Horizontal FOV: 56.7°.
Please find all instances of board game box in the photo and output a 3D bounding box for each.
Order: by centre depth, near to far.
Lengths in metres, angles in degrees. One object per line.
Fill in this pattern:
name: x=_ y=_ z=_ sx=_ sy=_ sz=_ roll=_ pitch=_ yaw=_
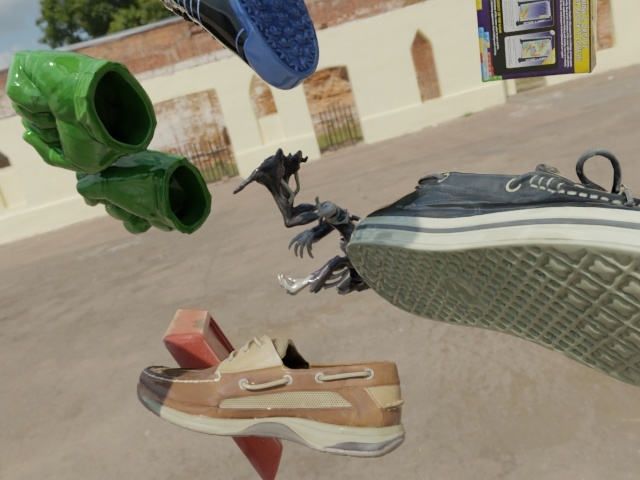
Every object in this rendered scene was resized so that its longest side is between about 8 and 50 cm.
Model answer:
board game box: x=0.273 y=-0.297 z=0.757 sx=0.141 sy=0.170 sz=0.048 roll=4 pitch=28 yaw=30

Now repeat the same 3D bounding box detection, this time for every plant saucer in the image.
plant saucer: x=-0.140 y=0.220 z=0.926 sx=0.048 sy=0.258 sz=0.259 roll=-34 pitch=7 yaw=-6

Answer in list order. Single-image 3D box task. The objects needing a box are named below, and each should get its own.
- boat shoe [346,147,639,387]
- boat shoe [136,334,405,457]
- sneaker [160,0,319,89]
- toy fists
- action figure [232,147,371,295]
boat shoe: x=0.223 y=0.010 z=0.543 sx=0.156 sy=0.186 sz=0.500 roll=-45 pitch=27 yaw=-21
boat shoe: x=-0.059 y=0.170 z=0.705 sx=0.325 sy=0.116 sz=0.123 roll=5 pitch=-4 yaw=11
sneaker: x=-0.088 y=-0.213 z=0.506 sx=0.081 sy=0.232 sz=0.090 roll=-22 pitch=-11 yaw=-45
toy fists: x=-0.245 y=-0.100 z=0.688 sx=0.142 sy=0.279 sz=0.096 roll=15 pitch=64 yaw=27
action figure: x=0.000 y=0.000 z=0.852 sx=0.141 sy=0.275 sz=0.164 roll=-40 pitch=11 yaw=15
